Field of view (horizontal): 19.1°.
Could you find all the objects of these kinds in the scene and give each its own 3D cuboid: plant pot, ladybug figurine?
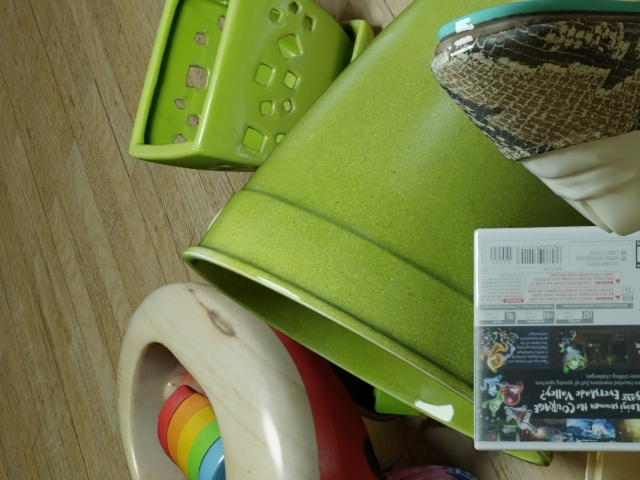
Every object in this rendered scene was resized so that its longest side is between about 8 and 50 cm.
[{"bbox_3d":[0.123,-0.045,1.679,0.353,0.366,0.366,-60,26,-8],"label":"plant pot"},{"bbox_3d":[-0.068,0.207,1.905,0.449,0.162,0.305,46,132,54],"label":"ladybug figurine"},{"bbox_3d":[-0.073,-0.179,2.232,0.228,0.207,0.227,4,79,63],"label":"plant pot"}]

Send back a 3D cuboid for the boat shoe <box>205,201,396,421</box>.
[{"bbox_3d":[-0.002,0.073,2.047,0.121,0.341,0.110,-44,43,-5],"label":"boat shoe"}]

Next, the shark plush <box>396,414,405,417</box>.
[{"bbox_3d":[0.123,0.157,1.993,0.161,0.067,0.073,-3,85,63],"label":"shark plush"}]

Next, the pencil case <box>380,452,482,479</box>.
[{"bbox_3d":[0.039,0.307,2.049,0.386,0.160,0.167,172,99,-64],"label":"pencil case"}]

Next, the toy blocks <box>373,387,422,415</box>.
[{"bbox_3d":[0.101,-0.036,1.966,0.261,0.191,0.381,-139,55,-75],"label":"toy blocks"}]

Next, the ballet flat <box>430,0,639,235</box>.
[{"bbox_3d":[0.244,-0.099,1.410,0.164,0.483,0.182,-12,93,31],"label":"ballet flat"}]

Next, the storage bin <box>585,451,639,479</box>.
[{"bbox_3d":[0.338,0.130,1.503,0.262,0.123,0.260,12,98,63],"label":"storage bin"}]

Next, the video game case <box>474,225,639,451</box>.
[{"bbox_3d":[0.212,0.075,1.461,0.022,0.190,0.173,18,-109,-72],"label":"video game case"}]
